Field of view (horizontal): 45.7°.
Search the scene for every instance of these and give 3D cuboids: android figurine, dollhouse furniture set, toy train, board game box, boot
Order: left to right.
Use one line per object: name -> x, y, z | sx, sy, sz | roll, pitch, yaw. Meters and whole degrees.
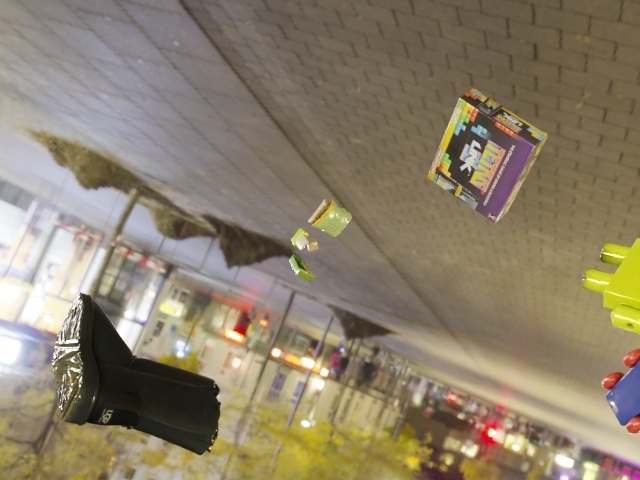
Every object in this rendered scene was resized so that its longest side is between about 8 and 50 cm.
boot -> -0.249, 0.184, 1.041 | 0.207, 0.094, 0.246 | 24, -163, -30
dollhouse furniture set -> 0.000, 0.000, 1.464 | 0.076, 0.152, 0.059 | 31, -166, -33
board game box -> 0.261, -0.132, 1.211 | 0.141, 0.048, 0.170 | 38, 140, 20
android figurine -> 0.632, 0.081, 1.385 | 0.272, 0.248, 0.056 | 17, 138, 35
toy train -> 0.587, 0.218, 1.257 | 0.143, 0.105, 0.248 | -11, 146, -16
